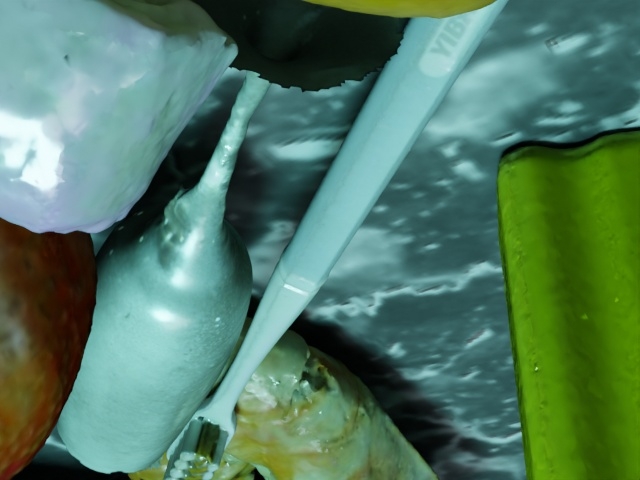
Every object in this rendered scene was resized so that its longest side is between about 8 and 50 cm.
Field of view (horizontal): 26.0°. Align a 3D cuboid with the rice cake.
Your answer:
[{"bbox_3d":[-0.191,-0.093,0.286,0.365,0.056,0.073,22,115,-16],"label":"rice cake"}]

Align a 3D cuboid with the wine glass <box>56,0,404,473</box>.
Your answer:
[{"bbox_3d":[-0.049,0.005,0.486,0.074,0.074,0.262,8,142,-16],"label":"wine glass"}]

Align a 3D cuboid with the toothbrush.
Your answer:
[{"bbox_3d":[0.000,-0.002,0.495,0.025,0.030,0.342,22,134,-9],"label":"toothbrush"}]

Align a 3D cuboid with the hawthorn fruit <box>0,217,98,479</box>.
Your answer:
[{"bbox_3d":[-0.152,-0.017,0.414,0.162,0.163,0.204,-4,122,3],"label":"hawthorn fruit"}]

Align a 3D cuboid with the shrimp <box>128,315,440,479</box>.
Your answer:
[{"bbox_3d":[-0.014,0.119,0.690,0.154,0.062,0.294,-18,133,34],"label":"shrimp"}]

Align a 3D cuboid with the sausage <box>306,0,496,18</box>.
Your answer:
[{"bbox_3d":[-0.085,-0.129,0.258,0.328,0.112,0.112,14,145,-24],"label":"sausage"}]

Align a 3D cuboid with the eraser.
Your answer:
[{"bbox_3d":[0.146,0.056,0.462,0.158,0.226,0.069,-6,139,7],"label":"eraser"}]
